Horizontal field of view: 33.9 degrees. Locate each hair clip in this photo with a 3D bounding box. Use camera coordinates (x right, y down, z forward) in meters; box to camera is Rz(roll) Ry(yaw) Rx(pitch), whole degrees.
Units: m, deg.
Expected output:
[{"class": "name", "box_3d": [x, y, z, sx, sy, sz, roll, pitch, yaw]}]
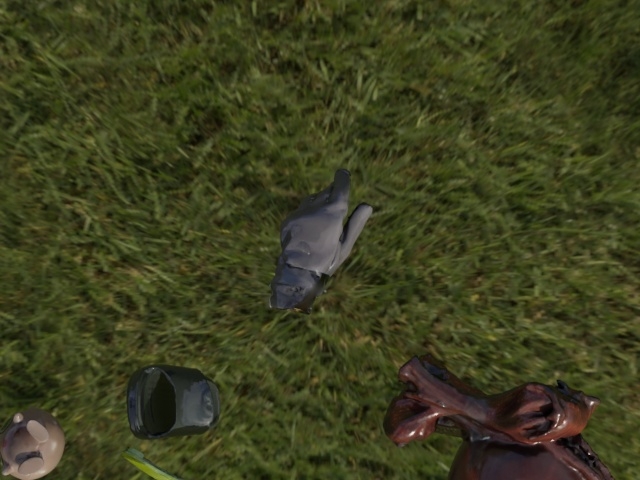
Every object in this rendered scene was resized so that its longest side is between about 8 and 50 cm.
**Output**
[{"class": "hair clip", "box_3d": [-0.189, 0.330, 1.439, 0.188, 0.060, 0.033, 29, 66, -22]}]

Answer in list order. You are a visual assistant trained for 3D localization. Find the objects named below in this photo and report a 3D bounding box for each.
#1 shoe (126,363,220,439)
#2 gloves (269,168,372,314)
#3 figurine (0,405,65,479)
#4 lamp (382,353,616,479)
[{"class": "shoe", "box_3d": [-0.191, 0.234, 1.544, 0.093, 0.241, 0.108, -10, 78, 21]}, {"class": "gloves", "box_3d": [-0.002, 0.001, 1.803, 0.142, 0.119, 0.285, 16, 65, 7]}, {"class": "figurine", "box_3d": [-0.500, 0.347, 1.797, 0.125, 0.138, 0.125, 0, 89, -25]}, {"class": "lamp", "box_3d": [0.172, 0.213, 0.952, 0.215, 0.151, 0.223, -1, 90, 29]}]
